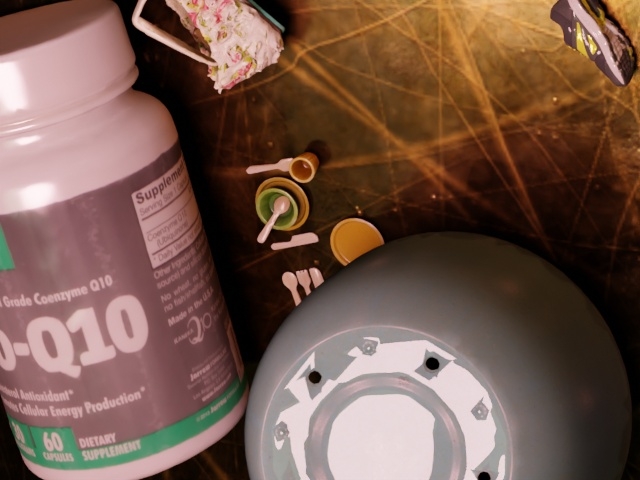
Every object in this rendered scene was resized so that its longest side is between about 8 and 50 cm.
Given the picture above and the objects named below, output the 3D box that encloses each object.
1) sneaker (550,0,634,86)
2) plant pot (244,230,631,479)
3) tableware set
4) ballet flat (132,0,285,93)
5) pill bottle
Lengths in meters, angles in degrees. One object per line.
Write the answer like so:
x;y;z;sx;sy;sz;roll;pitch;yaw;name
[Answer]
0.202;-0.149;1.316;0.035;0.031;0.083;-26;98;44;sneaker
0.076;0.143;1.330;0.293;0.235;0.293;1;93;15;plant pot
0.000;0.000;1.472;0.104;0.024;0.154;-10;109;26;tableware set
-0.131;-0.206;1.366;0.241;0.091;0.077;41;88;-12;ballet flat
-0.197;0.000;1.449;0.204;0.204;0.361;-6;111;25;pill bottle
